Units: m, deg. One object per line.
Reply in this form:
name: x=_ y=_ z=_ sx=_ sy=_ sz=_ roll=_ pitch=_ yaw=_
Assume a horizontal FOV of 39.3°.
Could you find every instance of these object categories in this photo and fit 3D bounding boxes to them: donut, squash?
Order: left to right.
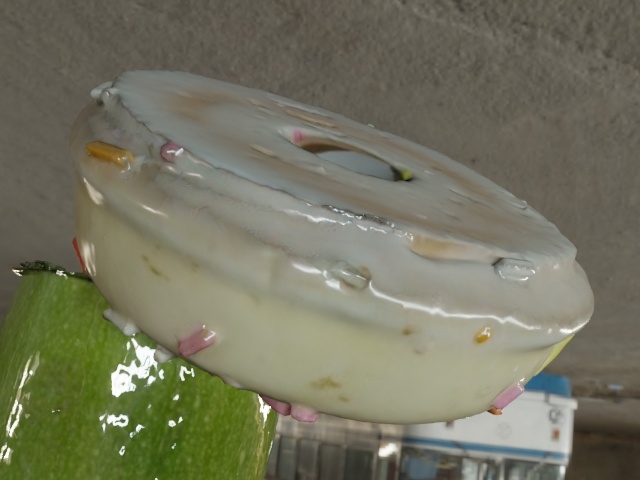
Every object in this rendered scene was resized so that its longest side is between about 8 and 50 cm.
squash: x=-0.185 y=0.222 z=0.779 sx=0.263 sy=0.384 sz=0.263 roll=13 pitch=174 yaw=2
donut: x=0.000 y=0.000 z=0.643 sx=0.383 sy=0.142 sz=0.382 roll=19 pitch=-163 yaw=-6
